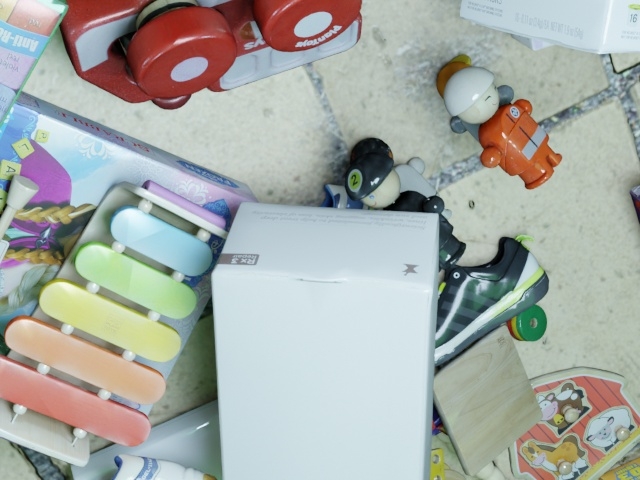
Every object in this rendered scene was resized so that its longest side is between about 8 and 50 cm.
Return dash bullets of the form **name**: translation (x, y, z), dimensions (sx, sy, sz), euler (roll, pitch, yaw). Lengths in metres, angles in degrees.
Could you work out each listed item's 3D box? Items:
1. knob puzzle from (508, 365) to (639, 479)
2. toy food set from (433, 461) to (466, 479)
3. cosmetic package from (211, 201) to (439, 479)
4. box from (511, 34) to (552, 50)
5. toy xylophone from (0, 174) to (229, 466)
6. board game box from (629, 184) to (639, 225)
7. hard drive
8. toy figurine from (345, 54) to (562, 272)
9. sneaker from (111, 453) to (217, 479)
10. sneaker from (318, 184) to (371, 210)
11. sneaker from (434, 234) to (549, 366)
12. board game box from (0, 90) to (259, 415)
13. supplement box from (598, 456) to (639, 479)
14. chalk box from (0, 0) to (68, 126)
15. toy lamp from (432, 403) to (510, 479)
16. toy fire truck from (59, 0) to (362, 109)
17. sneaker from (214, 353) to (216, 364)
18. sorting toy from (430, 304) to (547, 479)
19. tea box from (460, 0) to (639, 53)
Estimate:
- **knob puzzle**: translation (0.325, 0.245, 1.802), dimensions (0.213, 0.030, 0.213), euler (-7, 115, -15)
- **toy food set**: translation (0.150, 0.327, 1.787), dimensions (0.083, 0.020, 0.082), euler (33, 100, -28)
- **cosmetic package**: translation (0.010, 0.163, 1.441), dimensions (0.217, 0.156, 0.385), euler (5, 119, 6)
- **box**: translation (0.220, -0.364, 1.480), dimensions (0.063, 0.067, 0.324), euler (-19, 116, -11)
- **toy xylophone**: translation (-0.247, 0.070, 1.433), dimensions (0.236, 0.081, 0.322), euler (19, 106, -24)
- **board game box**: translation (0.513, 0.017, 1.717), dimensions (0.208, 0.056, 0.346), euler (-33, 130, -6)
- **hard drive**: translation (-0.091, 0.288, 1.670), dimensions (0.353, 0.047, 0.233), euler (-23, 122, -8)
- **toy figurine**: translation (0.130, -0.091, 1.493), dimensions (0.213, 0.209, 0.148), euler (-43, 103, 10)
- **sneaker**: translation (-0.229, 0.340, 1.552), dimensions (0.131, 0.112, 0.296), euler (25, 119, -15)
- **sneaker**: translation (0.000, 0.000, 1.577), dimensions (0.059, 0.053, 0.144), euler (26, 94, -27)
- **sneaker**: translation (0.159, 0.072, 1.660), dimensions (0.235, 0.084, 0.097), euler (-32, 95, -4)
- **board game box**: translation (-0.276, 0.029, 1.490), dimensions (0.318, 0.066, 0.318), euler (21, 105, -25)
- **supplement box**: translation (0.442, 0.410, 1.887), dimensions (0.078, 0.080, 0.233), euler (-21, 119, -10)
- **chalk box**: translation (-0.348, -0.195, 1.241), dimensions (0.180, 0.289, 0.179), euler (27, 103, -26)
- **toy lamp**: translation (0.213, 0.294, 1.758), dimensions (0.080, 0.080, 0.274), euler (-40, 115, 2)
- **toy fire truck**: translation (-0.098, -0.215, 1.367), dimensions (0.302, 0.169, 0.254), euler (-21, 158, -9)
- **sneaker**: translation (-0.064, 0.076, 1.561), dimensions (0.083, 0.098, 0.223), euler (-1, 113, -18)
- **sorting toy**: translation (0.180, 0.193, 1.660), dimensions (0.274, 0.046, 0.132), euler (-34, 108, -30)
- **tea box**: translation (0.353, -0.352, 1.388), dimensions (0.329, 0.220, 0.323), euler (-2, 107, -33)
